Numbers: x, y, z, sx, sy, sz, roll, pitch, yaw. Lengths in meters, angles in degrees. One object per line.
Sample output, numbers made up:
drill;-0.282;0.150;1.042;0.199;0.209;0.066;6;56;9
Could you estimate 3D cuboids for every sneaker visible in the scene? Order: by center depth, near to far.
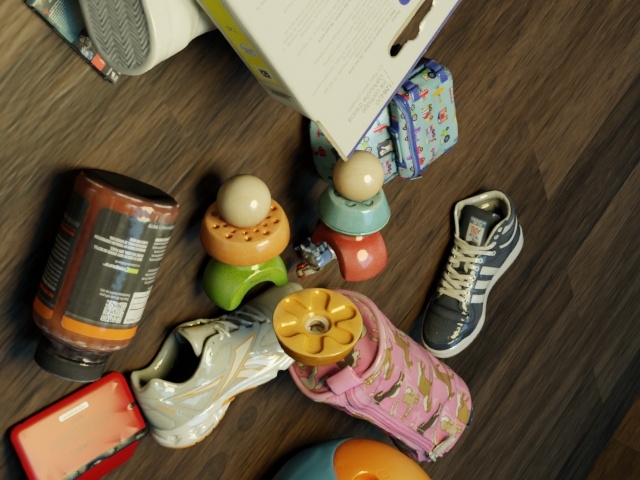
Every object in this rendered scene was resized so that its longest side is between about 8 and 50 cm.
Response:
sneaker;-0.144;-0.309;0.773;0.169;0.108;0.292;-43;138;-48
sneaker;-0.115;0.127;1.082;0.262;0.099;0.121;-44;136;-25
sneaker;0.236;0.044;1.452;0.282;0.099;0.153;-56;149;-21

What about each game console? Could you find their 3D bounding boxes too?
game console;-0.278;0.231;1.013;0.144;0.085;0.124;-29;102;-38

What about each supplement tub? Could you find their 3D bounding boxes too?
supplement tub;-0.218;0.036;0.883;0.106;0.106;0.198;10;105;-53

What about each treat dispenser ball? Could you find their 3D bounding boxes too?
treat dispenser ball;0.046;0.432;1.307;0.288;0.288;0.288;-29;133;-37

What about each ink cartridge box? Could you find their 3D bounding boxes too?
ink cartridge box;0.027;-0.280;0.833;0.303;0.072;0.307;-55;145;-11

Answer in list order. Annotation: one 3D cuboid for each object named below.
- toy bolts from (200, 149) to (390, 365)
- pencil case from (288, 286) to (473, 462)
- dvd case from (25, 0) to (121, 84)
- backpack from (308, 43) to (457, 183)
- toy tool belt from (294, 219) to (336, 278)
toy bolts;0.000;0.000;1.020;0.228;0.218;0.158;-28;143;-29
pencil case;0.095;0.207;1.326;0.160;0.167;0.386;-58;142;-9
dvd case;-0.202;-0.211;0.821;0.087;0.013;0.119;-56;145;-8
backpack;0.074;-0.141;1.122;0.173;0.117;0.158;-36;136;-28
toy tool belt;-0.010;0.009;1.180;0.083;0.052;0.051;-35;105;-37
